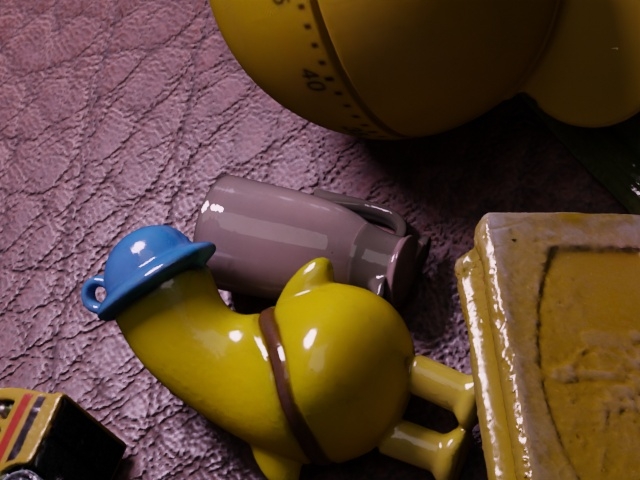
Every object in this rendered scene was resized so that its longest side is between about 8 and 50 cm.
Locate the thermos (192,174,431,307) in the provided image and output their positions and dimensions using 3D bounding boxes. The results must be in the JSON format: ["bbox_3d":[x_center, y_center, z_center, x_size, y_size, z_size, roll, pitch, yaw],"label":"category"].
[{"bbox_3d":[0.000,0.000,1.723,0.193,0.105,0.137,11,35,19],"label":"thermos"}]

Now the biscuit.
[{"bbox_3d":[0.287,-0.081,1.701,0.099,0.038,0.322,-38,57,-1],"label":"biscuit"}]

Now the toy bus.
[{"bbox_3d":[-0.286,0.294,1.633,0.123,0.121,0.335,9,65,33],"label":"toy bus"}]

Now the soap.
[{"bbox_3d":[0.226,0.128,1.528,0.199,0.091,0.315,1,57,-10],"label":"soap"}]

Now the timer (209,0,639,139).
[{"bbox_3d":[0.101,-0.262,1.682,0.387,0.376,0.376,-10,58,25],"label":"timer"}]

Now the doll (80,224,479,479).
[{"bbox_3d":[-0.041,0.104,1.627,0.363,0.145,0.199,20,94,13],"label":"doll"}]
